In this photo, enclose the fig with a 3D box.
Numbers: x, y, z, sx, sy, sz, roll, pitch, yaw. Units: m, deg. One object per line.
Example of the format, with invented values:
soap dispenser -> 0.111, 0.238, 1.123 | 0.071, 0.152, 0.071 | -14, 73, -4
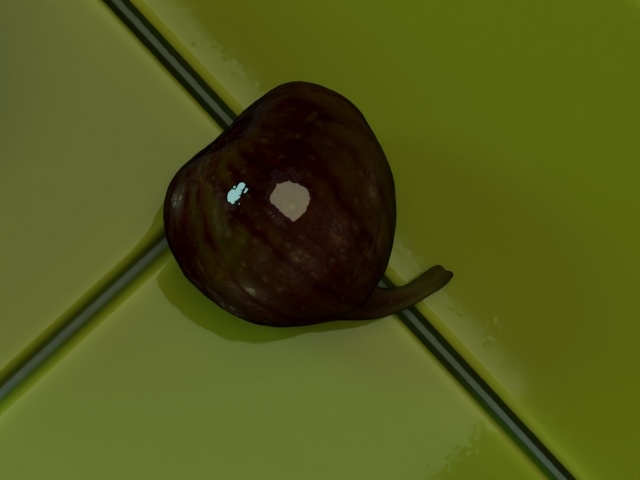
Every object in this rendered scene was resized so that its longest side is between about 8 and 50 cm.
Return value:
fig -> -0.007, 0.001, 1.092 | 0.175, 0.175, 0.207 | -38, 109, -12
